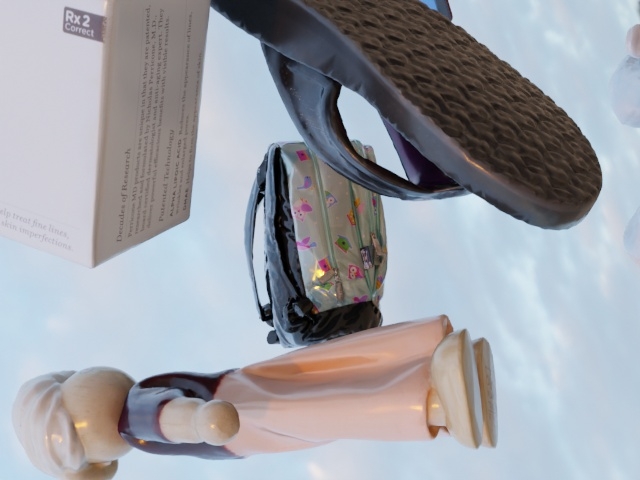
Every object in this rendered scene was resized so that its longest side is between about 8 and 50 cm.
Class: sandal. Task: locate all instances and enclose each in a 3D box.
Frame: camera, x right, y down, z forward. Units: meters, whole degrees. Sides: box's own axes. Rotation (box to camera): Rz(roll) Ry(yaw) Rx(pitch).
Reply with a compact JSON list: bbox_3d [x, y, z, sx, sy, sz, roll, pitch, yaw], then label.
[{"bbox_3d":[0.028,-0.128,0.851,0.167,0.107,0.446,-15,-134,-45],"label":"sandal"}]

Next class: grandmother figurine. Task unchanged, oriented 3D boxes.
[{"bbox_3d":[-0.055,0.115,0.773,0.208,0.342,0.104,46,-139,-64],"label":"grandmother figurine"}]

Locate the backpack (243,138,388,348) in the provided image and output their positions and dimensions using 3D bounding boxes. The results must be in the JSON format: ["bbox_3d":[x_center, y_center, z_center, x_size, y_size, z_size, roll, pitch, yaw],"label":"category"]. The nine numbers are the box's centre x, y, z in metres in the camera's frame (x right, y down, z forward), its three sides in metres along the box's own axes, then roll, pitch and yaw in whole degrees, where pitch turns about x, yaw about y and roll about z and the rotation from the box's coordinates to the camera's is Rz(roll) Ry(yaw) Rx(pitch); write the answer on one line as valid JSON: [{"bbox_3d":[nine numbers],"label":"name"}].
[{"bbox_3d":[0.000,0.000,0.969,0.115,0.152,0.182,-5,-96,-17],"label":"backpack"}]

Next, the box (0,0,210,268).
[{"bbox_3d":[-0.183,-0.103,0.739,0.119,0.181,0.182,-33,-43,-58],"label":"box"}]

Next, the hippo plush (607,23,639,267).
[{"bbox_3d":[0.384,-0.117,1.139,0.236,0.234,0.294,58,163,7],"label":"hippo plush"}]

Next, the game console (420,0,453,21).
[{"bbox_3d":[0.082,-0.327,1.421,0.124,0.144,0.085,-13,-65,-40],"label":"game console"}]
